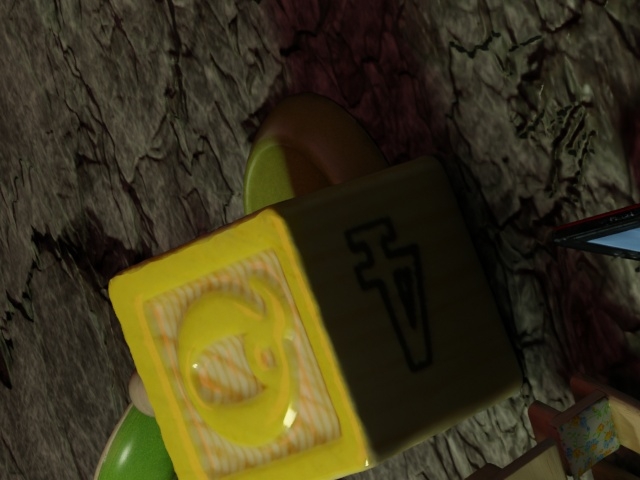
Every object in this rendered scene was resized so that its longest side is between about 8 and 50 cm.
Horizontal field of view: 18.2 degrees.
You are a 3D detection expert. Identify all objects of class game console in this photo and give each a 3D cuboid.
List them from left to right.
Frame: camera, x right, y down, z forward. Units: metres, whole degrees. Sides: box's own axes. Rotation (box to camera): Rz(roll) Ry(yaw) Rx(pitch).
[{"bbox_3d":[0.224,0.030,1.208,0.144,0.124,0.085,-19,64,61],"label":"game console"}]

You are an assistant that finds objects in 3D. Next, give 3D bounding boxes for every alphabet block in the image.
[{"bbox_3d":[-0.002,0.068,1.452,0.192,0.197,0.193,-25,87,41],"label":"alphabet block"}]

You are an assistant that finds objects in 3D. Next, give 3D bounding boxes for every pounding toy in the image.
[{"bbox_3d":[-0.108,0.175,1.827,0.110,0.183,0.237,31,136,14],"label":"pounding toy"}]

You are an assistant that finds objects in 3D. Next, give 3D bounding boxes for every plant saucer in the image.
[{"bbox_3d":[0.000,0.000,1.627,0.241,0.037,0.241,38,138,44],"label":"plant saucer"}]

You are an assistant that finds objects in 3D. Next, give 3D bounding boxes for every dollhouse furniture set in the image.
[{"bbox_3d":[0.167,0.252,1.310,0.161,0.212,0.242,26,141,53],"label":"dollhouse furniture set"}]
